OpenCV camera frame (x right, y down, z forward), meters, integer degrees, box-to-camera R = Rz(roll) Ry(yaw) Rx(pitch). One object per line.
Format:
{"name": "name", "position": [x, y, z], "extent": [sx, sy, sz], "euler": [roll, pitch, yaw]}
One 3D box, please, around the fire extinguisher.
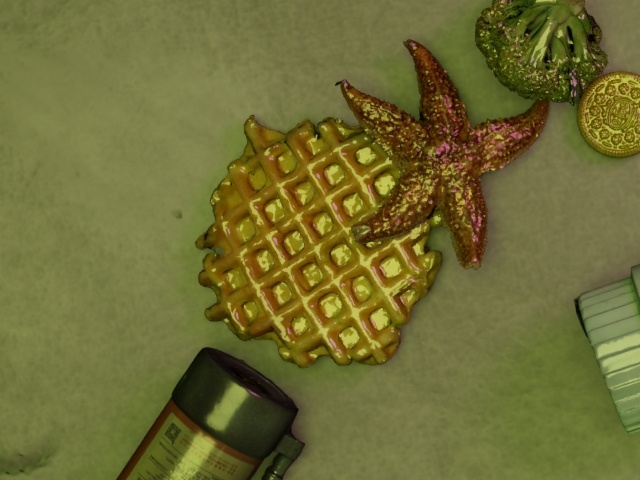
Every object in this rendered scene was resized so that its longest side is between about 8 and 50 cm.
{"name": "fire extinguisher", "position": [-0.146, 0.306, 1.734], "extent": [0.200, 0.113, 0.376], "euler": [37, 96, 9]}

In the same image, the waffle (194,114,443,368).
{"name": "waffle", "position": [0.000, 0.000, 1.740], "extent": [0.245, 0.052, 0.254], "euler": [17, 94, 12]}

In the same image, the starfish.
{"name": "starfish", "position": [0.119, -0.085, 1.686], "extent": [0.240, 0.043, 0.227], "euler": [-30, 85, -14]}

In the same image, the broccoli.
{"name": "broccoli", "position": [0.211, -0.192, 1.662], "extent": [0.130, 0.131, 0.120], "euler": [33, 134, 11]}

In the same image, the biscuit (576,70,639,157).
{"name": "biscuit", "position": [0.289, -0.121, 1.694], "extent": [0.084, 0.023, 0.084], "euler": [0, 89, 10]}

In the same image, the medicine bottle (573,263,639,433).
{"name": "medicine bottle", "position": [0.405, 0.064, 1.601], "extent": [0.318, 0.158, 0.158], "euler": [-20, 86, 12]}
